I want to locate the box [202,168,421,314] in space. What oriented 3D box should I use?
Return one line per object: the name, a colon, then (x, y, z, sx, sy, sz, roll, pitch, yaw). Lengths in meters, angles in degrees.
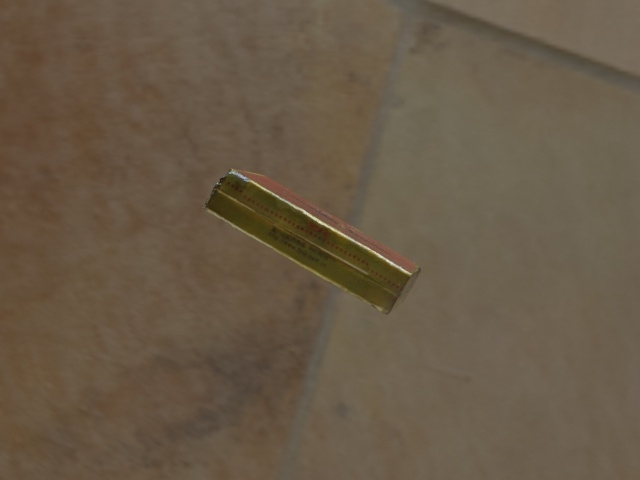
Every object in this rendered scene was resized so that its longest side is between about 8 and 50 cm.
box: (0.000, 0.000, 0.845, 0.090, 0.133, 0.023, 32, 93, 5)
